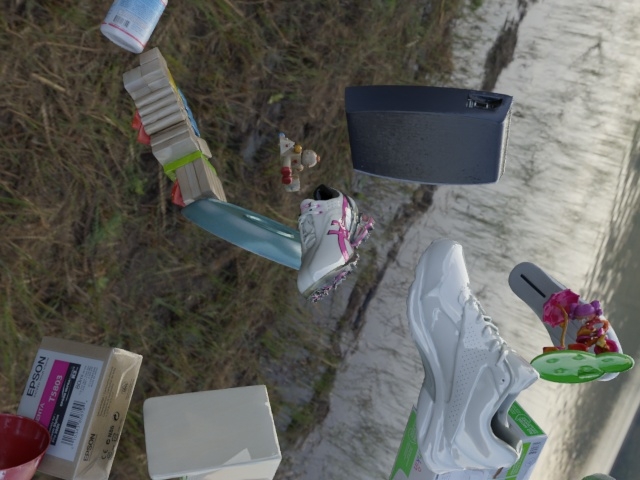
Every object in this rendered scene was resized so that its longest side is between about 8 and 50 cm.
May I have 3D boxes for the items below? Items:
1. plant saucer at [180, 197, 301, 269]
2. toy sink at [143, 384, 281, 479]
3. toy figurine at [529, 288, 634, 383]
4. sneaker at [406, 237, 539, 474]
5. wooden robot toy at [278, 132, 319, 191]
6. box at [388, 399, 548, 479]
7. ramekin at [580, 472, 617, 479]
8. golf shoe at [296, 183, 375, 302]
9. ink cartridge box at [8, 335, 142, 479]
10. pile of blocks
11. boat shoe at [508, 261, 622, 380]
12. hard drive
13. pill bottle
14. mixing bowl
[{"bbox_3d":[-0.104,-0.012,1.166,0.318,0.318,0.043,17,97,-60],"label":"plant saucer"},{"bbox_3d":[-0.211,0.381,1.170,0.234,0.152,0.131,-3,139,-20],"label":"toy sink"},{"bbox_3d":[0.470,0.161,1.139,0.130,0.173,0.159,44,44,-38],"label":"toy figurine"},{"bbox_3d":[0.154,0.109,0.609,0.090,0.115,0.232,4,79,-57],"label":"sneaker"},{"bbox_3d":[-0.040,-0.149,1.239,0.173,0.079,0.076,86,-1,-57],"label":"wooden robot toy"},{"bbox_3d":[0.264,0.440,1.173,0.231,0.127,0.261,0,117,-23],"label":"box"},{"bbox_3d":[0.498,0.534,1.105,0.109,0.207,0.207,-17,131,-13],"label":"ramekin"},{"bbox_3d":[0.000,0.000,0.669,0.067,0.086,0.186,-42,-171,26],"label":"golf shoe"},{"bbox_3d":[-0.456,0.306,1.147,0.088,0.193,0.234,41,57,-58],"label":"ink cartridge box"},{"bbox_3d":[-0.311,-0.207,1.285,0.113,0.362,0.149,-23,177,4],"label":"pile of blocks"},{"bbox_3d":[0.551,0.167,1.359,0.119,0.335,0.121,20,119,-35],"label":"boat shoe"},{"bbox_3d":[0.164,-0.160,0.982,0.172,0.255,0.054,79,24,-48],"label":"hard drive"},{"bbox_3d":[-0.355,-0.456,1.214,0.160,0.087,0.087,-63,150,-3],"label":"pill bottle"},{"bbox_3d":[-0.551,0.374,1.034,0.181,0.181,0.098,-5,109,-57],"label":"mixing bowl"}]
